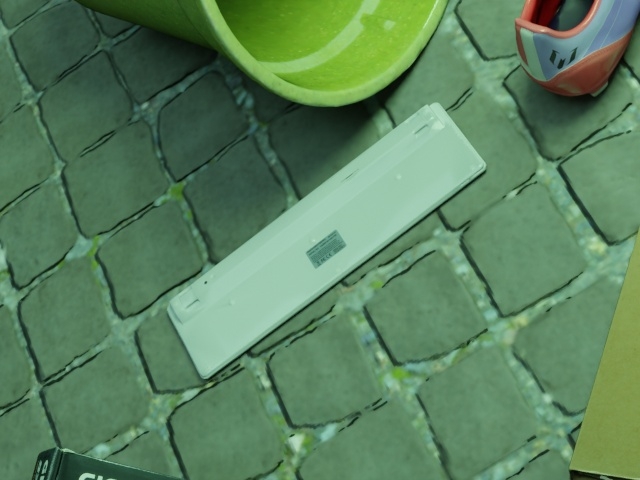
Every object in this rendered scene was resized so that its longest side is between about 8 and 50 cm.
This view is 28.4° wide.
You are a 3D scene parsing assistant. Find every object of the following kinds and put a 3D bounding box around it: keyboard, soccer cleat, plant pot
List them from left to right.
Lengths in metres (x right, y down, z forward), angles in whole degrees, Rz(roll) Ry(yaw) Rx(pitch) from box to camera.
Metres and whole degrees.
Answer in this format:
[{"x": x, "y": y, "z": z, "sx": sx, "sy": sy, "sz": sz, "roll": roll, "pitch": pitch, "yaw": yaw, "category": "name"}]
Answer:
[{"x": -0.076, "y": -0.248, "z": 0.935, "sx": 0.254, "sy": 0.276, "sz": 0.276, "roll": 14, "pitch": 75, "yaw": 42, "category": "plant pot"}, {"x": 0.000, "y": 0.000, "z": 0.919, "sx": 0.256, "sy": 0.014, "sz": 0.072, "roll": -37, "pitch": 63, "yaw": 8, "category": "keyboard"}, {"x": 0.201, "y": -0.215, "z": 0.862, "sx": 0.083, "sy": 0.095, "sz": 0.248, "roll": 20, "pitch": 79, "yaw": 31, "category": "soccer cleat"}]

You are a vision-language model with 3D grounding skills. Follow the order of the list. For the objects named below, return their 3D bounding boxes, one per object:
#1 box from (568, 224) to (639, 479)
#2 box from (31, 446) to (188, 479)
[{"x": 0.246, "y": 0.064, "z": 0.726, "sx": 0.164, "sy": 0.021, "sz": 0.201, "roll": 5, "pitch": 53, "yaw": 28, "category": "box"}, {"x": -0.079, "y": 0.233, "z": 0.744, "sx": 0.051, "sy": 0.220, "sz": 0.175, "roll": -25, "pitch": 50, "yaw": 60, "category": "box"}]
